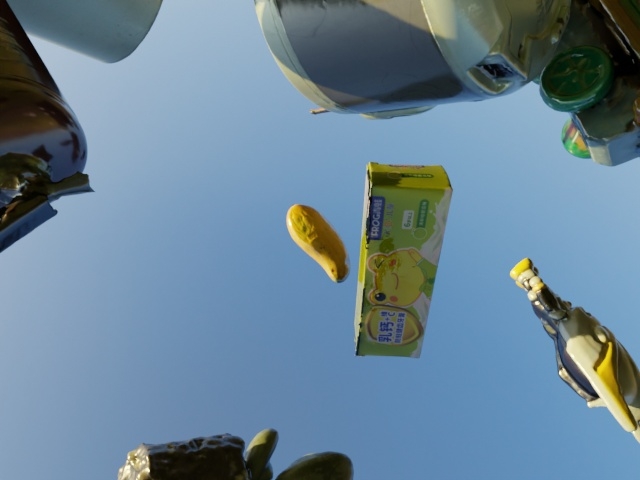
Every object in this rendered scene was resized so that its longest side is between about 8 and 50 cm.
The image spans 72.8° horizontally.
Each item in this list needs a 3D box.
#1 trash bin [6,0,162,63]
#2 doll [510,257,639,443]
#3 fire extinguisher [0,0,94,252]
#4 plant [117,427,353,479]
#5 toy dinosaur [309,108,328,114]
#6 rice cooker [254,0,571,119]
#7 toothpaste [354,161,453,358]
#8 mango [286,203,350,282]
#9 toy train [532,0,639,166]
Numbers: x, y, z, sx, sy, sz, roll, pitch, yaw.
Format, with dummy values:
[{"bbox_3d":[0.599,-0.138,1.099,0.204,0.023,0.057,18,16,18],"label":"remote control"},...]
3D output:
[{"bbox_3d":[-0.440,-0.423,0.532,0.280,0.280,0.432,51,-158,26],"label":"trash bin"},{"bbox_3d":[0.426,0.172,0.717,0.103,0.145,0.316,-23,-127,-2],"label":"doll"},{"bbox_3d":[-0.285,-0.118,0.344,0.135,0.114,0.337,-29,-114,-26],"label":"fire extinguisher"},{"bbox_3d":[-0.097,0.307,0.515,0.274,0.146,0.149,12,-129,-30],"label":"plant"},{"bbox_3d":[0.102,-0.289,0.748,0.055,0.279,0.101,46,-156,-22],"label":"toy dinosaur"},{"bbox_3d":[0.093,-0.275,0.458,0.288,0.288,0.277,-31,-154,-36],"label":"rice cooker"},{"bbox_3d":[0.114,0.042,0.662,0.110,0.327,0.077,1,-147,0],"label":"toothpaste"},{"bbox_3d":[0.000,0.000,0.890,0.190,0.075,0.098,50,-142,5],"label":"mango"},{"bbox_3d":[0.405,-0.274,0.567,0.178,0.249,0.429,23,-131,-48],"label":"toy train"}]
